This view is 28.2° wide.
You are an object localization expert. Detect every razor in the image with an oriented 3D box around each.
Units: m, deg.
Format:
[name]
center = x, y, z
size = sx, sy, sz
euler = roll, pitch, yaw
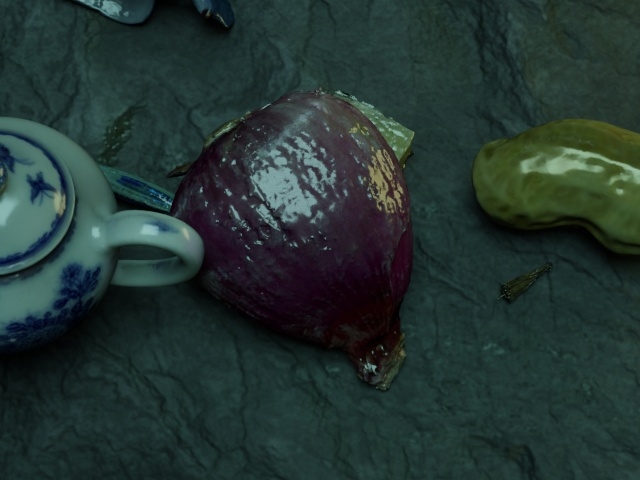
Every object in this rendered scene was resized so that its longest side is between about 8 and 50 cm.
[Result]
[razor]
center = -0.217, -0.058, 1.491
size = 0.324, 0.056, 0.093
euler = 25, 71, 8

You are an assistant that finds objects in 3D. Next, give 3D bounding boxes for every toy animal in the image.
[toy animal]
center = -0.219, -0.350, 1.558
size = 0.239, 0.176, 0.255
euler = -42, 82, 20

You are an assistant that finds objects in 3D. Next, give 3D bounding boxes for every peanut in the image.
[peanut]
center = 0.327, -0.061, 1.473
size = 0.305, 0.147, 0.147
euler = 15, 68, 3

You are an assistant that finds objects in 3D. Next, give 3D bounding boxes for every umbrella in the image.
[umbrella]
center = 0.238, 0.047, 1.485
size = 0.083, 0.031, 0.020
euler = -26, 40, -14

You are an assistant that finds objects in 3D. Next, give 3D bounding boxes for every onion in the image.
[onion]
center = 0.000, 0.000, 1.386
size = 0.267, 0.159, 0.349
euler = -38, 85, -8

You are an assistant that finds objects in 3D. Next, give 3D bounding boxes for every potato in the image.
[potato]
center = 0.049, -0.118, 1.524
size = 0.122, 0.061, 0.086
euler = 26, 67, 7

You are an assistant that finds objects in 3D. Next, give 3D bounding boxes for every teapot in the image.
[teapot]
center = -0.330, -0.017, 1.309
size = 0.423, 0.280, 0.252
euler = 10, 67, -5
